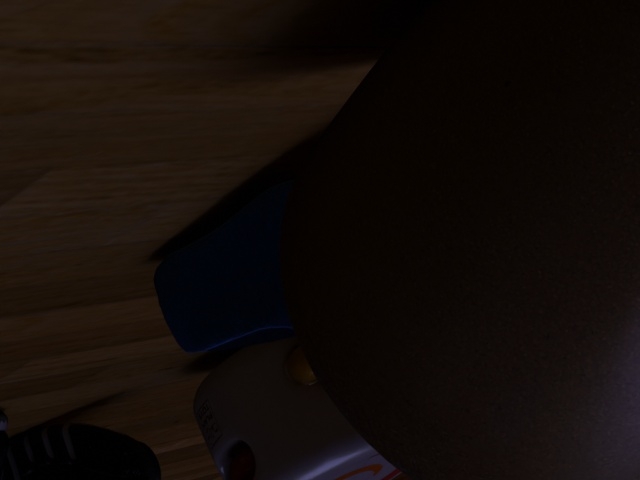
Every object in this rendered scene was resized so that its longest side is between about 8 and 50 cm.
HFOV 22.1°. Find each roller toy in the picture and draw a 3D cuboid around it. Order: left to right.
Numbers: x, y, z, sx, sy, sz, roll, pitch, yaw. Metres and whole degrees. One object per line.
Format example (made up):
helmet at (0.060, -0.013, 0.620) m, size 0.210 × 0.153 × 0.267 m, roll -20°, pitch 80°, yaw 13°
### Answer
roller toy at (-0.010, 0.153, 1.457) m, size 0.191 × 0.146 × 0.209 m, roll -32°, pitch 160°, yaw 15°

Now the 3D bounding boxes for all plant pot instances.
plant pot at (0.127, -0.047, 0.625) m, size 0.237 × 0.237 × 0.254 m, roll -14°, pitch 152°, yaw -25°

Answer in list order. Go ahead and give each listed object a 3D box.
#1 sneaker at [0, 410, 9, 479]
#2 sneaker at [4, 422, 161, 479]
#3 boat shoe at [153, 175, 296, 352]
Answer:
sneaker at (-0.294, 0.224, 1.368) m, size 0.107 × 0.124 × 0.283 m, roll -18°, pitch 169°, yaw -11°
sneaker at (-0.244, 0.225, 1.570) m, size 0.281 × 0.106 × 0.162 m, roll -13°, pitch 178°, yaw 27°
boat shoe at (0.000, 0.000, 0.924) m, size 0.089 × 0.109 × 0.258 m, roll -20°, pitch -172°, yaw -37°
